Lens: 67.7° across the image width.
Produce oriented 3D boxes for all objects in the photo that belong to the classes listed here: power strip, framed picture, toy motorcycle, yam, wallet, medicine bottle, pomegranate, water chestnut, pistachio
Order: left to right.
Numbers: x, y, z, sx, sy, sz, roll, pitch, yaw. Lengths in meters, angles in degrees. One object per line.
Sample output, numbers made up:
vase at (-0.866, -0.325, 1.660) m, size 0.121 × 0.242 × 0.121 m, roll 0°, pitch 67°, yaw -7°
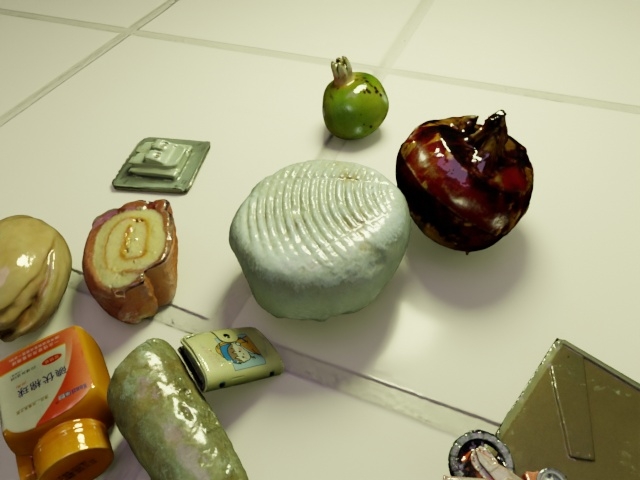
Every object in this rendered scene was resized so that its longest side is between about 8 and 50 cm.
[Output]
pistachio at (-0.582, 0.058, 0.925) m, size 0.181 × 0.162 × 0.293 m, roll -32°, pitch 48°, yaw 11°
medicine bottle at (-0.408, 0.265, 0.755) m, size 0.149 × 0.112 × 0.222 m, roll -27°, pitch 52°, yaw -17°
power strip at (-0.406, -0.210, 1.212) m, size 0.213 × 0.065 × 0.198 m, roll 5°, pitch 51°, yaw 7°
yam at (-0.198, 0.303, 0.700) m, size 0.133 × 0.133 × 0.330 m, roll -33°, pitch 60°, yaw -23°
wallet at (-0.147, 0.190, 0.796) m, size 0.155 × 0.039 × 0.110 m, roll 2°, pitch 33°, yaw -47°
pomegranate at (0.077, -0.363, 1.211) m, size 0.179 × 0.210 × 0.180 m, roll -13°, pitch 46°, yaw 14°
water chestnut at (0.290, -0.135, 0.935) m, size 0.299 × 0.300 × 0.300 m, roll -2°, pitch 48°, yaw 3°
toy motorcycle at (0.271, 0.384, 0.603) m, size 0.171 × 0.089 × 0.298 m, roll -44°, pitch 56°, yaw -16°
framed picture at (0.396, 0.296, 0.723) m, size 0.209 × 0.019 × 0.281 m, roll 34°, pitch 59°, yaw 30°

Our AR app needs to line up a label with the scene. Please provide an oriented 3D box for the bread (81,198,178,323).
bread at (-0.370, 0.046, 0.941) m, size 0.190 × 0.123 × 0.244 m, roll -13°, pitch 48°, yaw -5°

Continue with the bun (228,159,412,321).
bun at (0.006, -0.001, 0.904) m, size 0.354 × 0.194 × 0.355 m, roll -4°, pitch 48°, yaw 5°
